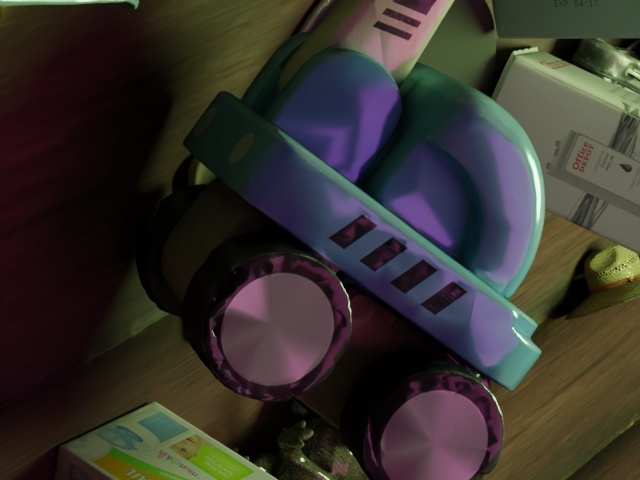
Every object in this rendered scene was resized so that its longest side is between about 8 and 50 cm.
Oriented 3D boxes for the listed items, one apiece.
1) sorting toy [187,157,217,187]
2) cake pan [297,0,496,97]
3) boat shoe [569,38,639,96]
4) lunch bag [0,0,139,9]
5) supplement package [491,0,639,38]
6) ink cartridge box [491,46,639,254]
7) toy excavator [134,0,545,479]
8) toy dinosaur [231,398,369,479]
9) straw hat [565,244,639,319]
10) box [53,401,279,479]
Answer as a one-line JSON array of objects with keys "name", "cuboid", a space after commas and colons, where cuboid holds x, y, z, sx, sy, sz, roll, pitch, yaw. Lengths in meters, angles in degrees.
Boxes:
[{"name": "sorting toy", "cuboid": [0.000, 0.000, 1.485, 0.208, 0.038, 0.193, -9, 131, -11]}, {"name": "cake pan", "cuboid": [0.055, -0.106, 1.570, 0.293, 0.054, 0.293, -39, 144, -36]}, {"name": "boat shoe", "cuboid": [0.358, -0.153, 1.947, 0.335, 0.121, 0.119, -3, 122, -55]}, {"name": "lunch bag", "cuboid": [-0.179, -0.242, 0.969, 0.262, 0.160, 0.223, -10, 124, -62]}, {"name": "supplement package", "cuboid": [0.289, -0.298, 1.612, 0.293, 0.177, 0.175, -30, 116, -45]}, {"name": "ink cartridge box", "cuboid": [0.290, -0.064, 1.704, 0.117, 0.283, 0.207, -66, 170, 12]}, {"name": "toy excavator", "cuboid": [0.038, -0.105, 1.316, 0.433, 0.222, 0.445, 37, 90, -21]}, {"name": "toy dinosaur", "cuboid": [-0.007, 0.207, 1.674, 0.313, 0.121, 0.160, -51, 136, -27]}, {"name": "straw hat", "cuboid": [0.336, 0.036, 2.134, 0.144, 0.144, 0.061, -23, 92, -49]}, {"name": "box", "cuboid": [-0.101, 0.229, 1.448, 0.114, 0.203, 0.103, -24, 133, -49]}]
